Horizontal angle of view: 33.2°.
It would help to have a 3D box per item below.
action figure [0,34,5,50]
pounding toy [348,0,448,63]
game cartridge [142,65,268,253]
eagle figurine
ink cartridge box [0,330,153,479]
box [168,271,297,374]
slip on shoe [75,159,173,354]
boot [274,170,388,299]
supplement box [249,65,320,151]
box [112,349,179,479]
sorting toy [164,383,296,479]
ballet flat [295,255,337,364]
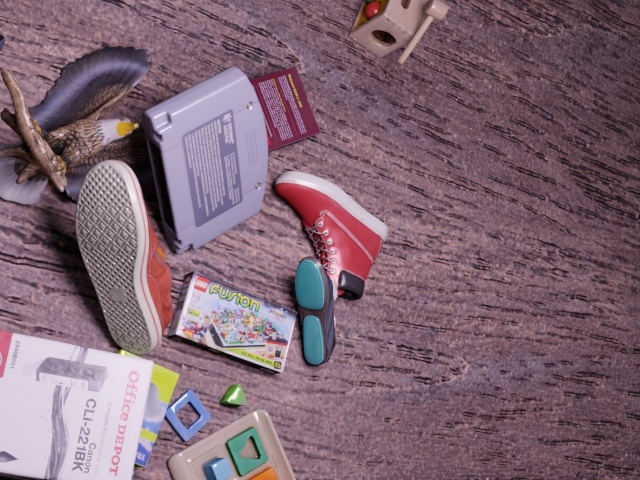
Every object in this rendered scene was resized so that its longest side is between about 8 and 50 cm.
[{"bbox_3d":[-0.532,-0.168,1.523,0.141,0.164,0.275,-4,115,-44],"label":"action figure"},{"bbox_3d":[0.144,-0.423,2.001,0.094,0.206,0.181,32,66,-23],"label":"pounding toy"},{"bbox_3d":[-0.175,-0.130,1.723,0.198,0.062,0.297,-35,144,-28],"label":"game cartridge"},{"bbox_3d":[-0.357,-0.167,1.682,0.298,0.225,0.226,-38,147,-61],"label":"eagle figurine"},{"bbox_3d":[-0.397,0.250,1.559,0.273,0.114,0.196,14,73,-17],"label":"ink cartridge box"},{"bbox_3d":[-0.146,0.141,1.811,0.207,0.036,0.114,23,69,-26],"label":"box"},{"bbox_3d":[-0.292,0.019,1.643,0.101,0.123,0.331,-54,145,-49],"label":"slip on shoe"},{"bbox_3d":[0.000,0.000,1.903,0.244,0.088,0.176,34,66,-26],"label":"boot"},{"bbox_3d":[-0.130,-0.208,1.869,0.239,0.073,0.130,-22,93,-32],"label":"supplement box"},{"bbox_3d":[-0.304,0.274,1.683,0.109,0.042,0.178,27,67,-23],"label":"box"},{"bbox_3d":[-0.131,0.398,1.763,0.196,0.047,0.347,-25,94,-33],"label":"sorting toy"},{"bbox_3d":[-0.002,0.115,1.863,0.074,0.074,0.203,-16,112,-33],"label":"ballet flat"}]
